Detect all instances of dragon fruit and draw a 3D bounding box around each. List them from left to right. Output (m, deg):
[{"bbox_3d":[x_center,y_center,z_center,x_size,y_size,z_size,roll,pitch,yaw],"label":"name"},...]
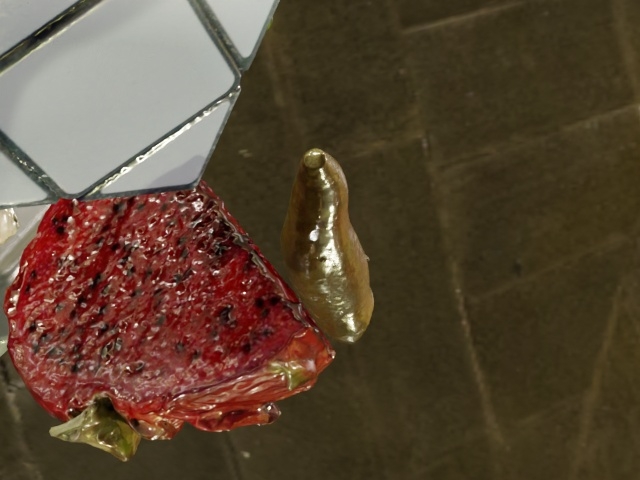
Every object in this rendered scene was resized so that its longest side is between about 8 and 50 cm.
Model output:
[{"bbox_3d":[-0.124,0.073,0.956,0.205,0.317,0.152,-38,137,-1],"label":"dragon fruit"}]

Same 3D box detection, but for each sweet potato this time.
[{"bbox_3d":[0.000,0.000,1.056,0.077,0.077,0.244,-47,145,-25],"label":"sweet potato"}]

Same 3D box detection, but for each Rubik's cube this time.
[{"bbox_3d":[-0.171,-0.161,0.755,0.207,0.205,0.205,-7,50,-39],"label":"Rubik's cube"}]

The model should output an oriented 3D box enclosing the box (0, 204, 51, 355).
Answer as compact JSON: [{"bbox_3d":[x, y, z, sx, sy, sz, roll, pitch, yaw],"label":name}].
[{"bbox_3d":[-0.454,-0.076,1.507,0.373,0.090,0.367,40,40,-9],"label":"box"}]

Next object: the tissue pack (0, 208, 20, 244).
[{"bbox_3d":[-0.511,-0.061,1.058,0.228,0.382,0.293,-60,135,-71],"label":"tissue pack"}]

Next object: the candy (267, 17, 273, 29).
[{"bbox_3d":[-0.098,-0.304,1.036,0.069,0.149,0.246,4,95,-55],"label":"candy"}]
